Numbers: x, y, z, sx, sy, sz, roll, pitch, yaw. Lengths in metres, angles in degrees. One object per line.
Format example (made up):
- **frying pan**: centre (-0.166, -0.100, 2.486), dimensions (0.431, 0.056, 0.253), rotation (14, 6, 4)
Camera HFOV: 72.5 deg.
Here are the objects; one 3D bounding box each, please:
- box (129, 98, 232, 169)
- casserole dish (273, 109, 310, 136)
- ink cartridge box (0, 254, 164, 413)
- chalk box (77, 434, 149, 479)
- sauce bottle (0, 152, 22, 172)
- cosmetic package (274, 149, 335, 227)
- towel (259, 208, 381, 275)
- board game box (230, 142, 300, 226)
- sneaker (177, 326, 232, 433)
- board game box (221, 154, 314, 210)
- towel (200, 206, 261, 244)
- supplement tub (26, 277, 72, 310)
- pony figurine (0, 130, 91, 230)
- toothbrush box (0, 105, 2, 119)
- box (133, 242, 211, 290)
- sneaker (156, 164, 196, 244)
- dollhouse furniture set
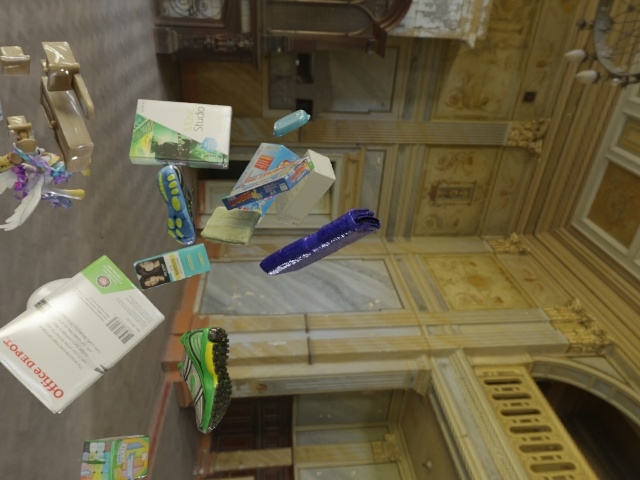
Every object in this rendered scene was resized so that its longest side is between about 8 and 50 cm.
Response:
- **box**: centre (-0.474, -0.366, 1.507), dimensions (0.058, 0.322, 0.232), rotation (110, -20, -68)
- **casserole dish**: centre (-0.136, -0.525, 1.944), dimensions (0.114, 0.188, 0.037), rotation (-92, 156, -50)
- **ink cartridge box**: centre (-0.517, 0.199, 0.945), dimensions (0.198, 0.273, 0.115), rotation (49, -34, -6)
- **chalk box**: centre (-0.686, 0.718, 1.427), dimensions (0.213, 0.132, 0.132), rotation (40, 45, -63)
- **sauce bottle**: centre (-0.954, -0.224, 1.304), dimensions (0.042, 0.128, 0.042), rotation (-20, 90, -73)
- **cosmetic package**: centre (-0.076, -0.223, 1.917), dimensions (0.309, 0.113, 0.160), rotation (-48, -141, 34)
- **towel**: centre (0.000, 0.000, 1.220), dimensions (0.076, 0.308, 0.227), rotation (66, 22, 9)
- **board game box**: centre (-0.239, -0.230, 1.719), dimensions (0.302, 0.086, 0.308), rotation (-57, -154, 0)
- **sneaker**: centre (-0.370, 0.441, 1.392), dimensions (0.134, 0.146, 0.343), rotation (-13, 103, -75)
- **board game box**: centre (-0.128, -0.139, 1.065), dimensions (0.035, 0.201, 0.136), rotation (63, 35, -19)
- **towel**: centre (-0.238, -0.040, 1.159), dimensions (0.027, 0.148, 0.110), rotation (63, 41, -55)
- **supplement tub**: centre (-0.897, 0.325, 1.573), dimensions (0.235, 0.235, 0.325), rotation (-100, -160, -55)
- **pony figurine**: centre (-1.076, -0.228, 1.655), dimensions (0.351, 0.303, 0.363), rotation (-51, 168, 2)
- **toothbrush box**: centre (-1.428, -0.581, 1.790), dimensions (0.283, 0.122, 0.206), rotation (-129, -137, -59)
- **box**: centre (-0.522, 0.091, 1.549), dimensions (0.060, 0.244, 0.100), rotation (-169, -117, -73)
- **sneaker**: centre (-0.302, -0.076, 0.958), dimensions (0.078, 0.067, 0.188), rotation (-58, 148, -58)
- **dollhouse furniture set**: centre (-0.650, -0.210, 0.829), dimensions (0.303, 0.355, 0.174), rotation (-30, -96, 51)
